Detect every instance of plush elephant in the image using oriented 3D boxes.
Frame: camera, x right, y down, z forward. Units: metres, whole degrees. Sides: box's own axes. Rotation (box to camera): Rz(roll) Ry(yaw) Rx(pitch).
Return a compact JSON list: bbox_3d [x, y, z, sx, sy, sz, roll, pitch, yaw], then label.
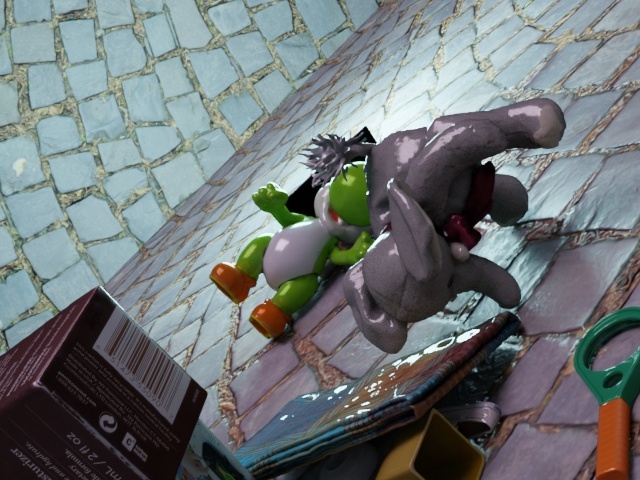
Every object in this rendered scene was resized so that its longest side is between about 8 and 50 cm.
[{"bbox_3d":[0.144,-0.009,1.280,0.272,0.330,0.255,111,158,-63],"label":"plush elephant"}]

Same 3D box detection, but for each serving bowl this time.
[{"bbox_3d":[0.028,0.265,1.222,0.083,0.027,0.083,-37,17,13],"label":"serving bowl"}]

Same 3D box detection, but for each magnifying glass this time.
[{"bbox_3d":[0.279,0.142,0.981,0.092,0.026,0.231,-31,18,32],"label":"magnifying glass"}]

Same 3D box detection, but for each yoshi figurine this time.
[{"bbox_3d":[-0.006,-0.014,1.745,0.362,0.203,0.203,-43,33,-12],"label":"yoshi figurine"}]

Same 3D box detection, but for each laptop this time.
[{"bbox_3d":[0.010,-0.103,1.984,0.234,0.136,0.264,-42,17,-2],"label":"laptop"}]

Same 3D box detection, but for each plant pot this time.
[{"bbox_3d":[0.102,0.235,1.051,0.083,0.081,0.081,-33,18,43],"label":"plant pot"}]

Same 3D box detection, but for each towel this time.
[{"bbox_3d":[0.032,0.195,1.217,0.370,0.040,0.271,-30,-1,37],"label":"towel"}]

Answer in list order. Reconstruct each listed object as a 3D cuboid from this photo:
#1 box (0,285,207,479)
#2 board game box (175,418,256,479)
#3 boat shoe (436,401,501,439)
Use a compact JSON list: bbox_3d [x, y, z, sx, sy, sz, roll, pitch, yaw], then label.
[{"bbox_3d":[-0.250,0.188,1.015,0.203,0.168,0.167,-35,19,24],"label":"box"},{"bbox_3d":[-0.112,0.342,1.011,0.097,0.224,0.303,-35,18,16],"label":"board game box"},{"bbox_3d":[0.147,0.200,1.111,0.100,0.035,0.035,-19,25,38],"label":"boat shoe"}]
